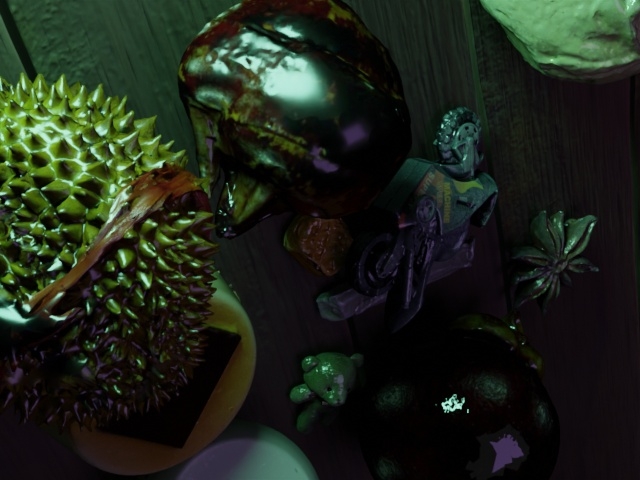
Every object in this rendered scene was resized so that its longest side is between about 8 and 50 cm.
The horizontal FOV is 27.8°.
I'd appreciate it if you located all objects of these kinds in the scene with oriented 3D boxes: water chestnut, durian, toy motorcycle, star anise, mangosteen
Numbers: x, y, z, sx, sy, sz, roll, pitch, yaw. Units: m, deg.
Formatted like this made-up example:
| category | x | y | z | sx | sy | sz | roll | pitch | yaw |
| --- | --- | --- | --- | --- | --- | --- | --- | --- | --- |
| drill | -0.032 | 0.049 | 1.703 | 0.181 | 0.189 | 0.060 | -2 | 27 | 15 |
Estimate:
| category | x | y | z | sx | sy | sz | roll | pitch | yaw |
| --- | --- | --- | --- | --- | --- | --- | --- | --- | --- |
| water chestnut | -0.029 | -0.138 | 1.452 | 0.244 | 0.289 | 0.289 | -22 | 141 | 17 |
| durian | -0.271 | 0.012 | 1.267 | 0.347 | 0.347 | 0.384 | -44 | 106 | -7 |
| toy motorcycle | 0.148 | -0.030 | 1.770 | 0.307 | 0.108 | 0.173 | -54 | 132 | -15 |
| star anise | 0.360 | 0.023 | 2.039 | 0.195 | 0.065 | 0.182 | -39 | 133 | -6 |
| mangosteen | 0.216 | 0.253 | 1.925 | 0.347 | 0.307 | 0.307 | -65 | 147 | -31 |

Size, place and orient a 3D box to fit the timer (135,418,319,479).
| category | x | y | z | sx | sy | sz | roll | pitch | yaw |
| --- | --- | --- | --- | --- | --- | --- | --- | --- | --- |
| timer | -0.142 | 0.376 | 1.761 | 0.285 | 0.285 | 0.285 | -22 | 132 | -28 |

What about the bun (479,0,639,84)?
| category | x | y | z | sx | sy | sz | roll | pitch | yaw |
| --- | --- | --- | --- | --- | --- | --- | --- | --- | --- |
| bun | 0.373 | -0.361 | 1.645 | 0.349 | 0.227 | 0.352 | 3 | 115 | -40 |

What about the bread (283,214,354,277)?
| category | x | y | z | sx | sy | sz | roll | pitch | yaw |
| --- | --- | --- | --- | --- | --- | --- | --- | --- | --- |
| bread | 0.000 | 0.000 | 1.723 | 0.083 | 0.044 | 0.111 | -47 | 136 | -5 |

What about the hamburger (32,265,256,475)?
| category | x | y | z | sx | sy | sz | roll | pitch | yaw |
| --- | --- | --- | --- | --- | --- | --- | --- | --- | --- |
| hamburger | -0.220 | 0.137 | 1.541 | 0.302 | 0.170 | 0.302 | -19 | 125 | -29 |

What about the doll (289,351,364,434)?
| category | x | y | z | sx | sy | sz | roll | pitch | yaw |
| --- | --- | --- | --- | --- | --- | --- | --- | --- | --- |
| doll | 0.012 | 0.226 | 1.883 | 0.115 | 0.077 | 0.150 | -8 | 136 | -24 |

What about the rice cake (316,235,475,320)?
| category | x | y | z | sx | sy | sz | roll | pitch | yaw |
| --- | --- | --- | --- | --- | --- | --- | --- | --- | --- |
| rice cake | 0.113 | 0.052 | 1.856 | 0.270 | 0.049 | 0.055 | -23 | 110 | -27 |
